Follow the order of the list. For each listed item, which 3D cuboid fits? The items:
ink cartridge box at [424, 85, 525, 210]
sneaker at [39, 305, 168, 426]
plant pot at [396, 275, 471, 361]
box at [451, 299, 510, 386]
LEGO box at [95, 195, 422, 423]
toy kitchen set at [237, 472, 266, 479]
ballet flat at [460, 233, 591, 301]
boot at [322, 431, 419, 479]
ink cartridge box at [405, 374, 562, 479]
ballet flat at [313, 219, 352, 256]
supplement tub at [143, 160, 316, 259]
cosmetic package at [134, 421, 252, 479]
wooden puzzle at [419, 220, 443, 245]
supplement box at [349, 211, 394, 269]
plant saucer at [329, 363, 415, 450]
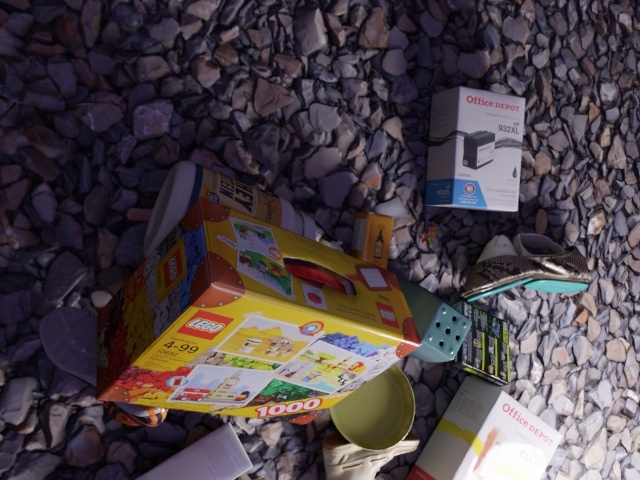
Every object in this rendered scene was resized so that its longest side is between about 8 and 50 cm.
[{"bbox_3d":[0.413,-0.237,1.528,0.223,0.129,0.307,3,91,-23],"label":"ink cartridge box"},{"bbox_3d":[-0.451,0.282,1.182,0.321,0.180,0.125,38,53,13],"label":"sneaker"},{"bbox_3d":[0.249,0.203,1.421,0.166,0.234,0.165,34,78,-21],"label":"plant pot"},{"bbox_3d":[0.442,0.282,1.570,0.184,0.045,0.190,27,53,-25],"label":"box"},{"bbox_3d":[-0.116,0.172,1.114,0.500,0.193,0.372,21,128,-39],"label":"LEGO box"},{"bbox_3d":[-0.145,0.577,1.332,0.083,0.068,0.075,-13,129,-43],"label":"toy kitchen set"},{"bbox_3d":[0.567,0.068,1.616,0.483,0.164,0.181,-1,72,-29],"label":"ballet flat"},{"bbox_3d":[0.128,0.596,1.463,0.262,0.095,0.203,0,92,-22],"label":"boot"},{"bbox_3d":[0.443,0.611,1.565,0.279,0.160,0.384,38,78,-20],"label":"ink cartridge box"},{"bbox_3d":[0.000,0.000,1.392,0.203,0.074,0.074,39,77,-20],"label":"ballet flat"},{"bbox_3d":[-0.192,-0.015,1.221,0.316,0.228,0.228,20,85,-23],"label":"supplement tub"},{"bbox_3d":[-0.279,0.516,1.270,0.231,0.085,0.117,-27,78,-19],"label":"cosmetic package"},{"bbox_3d":[0.307,-0.019,1.559,0.049,0.006,0.083,44,76,-19],"label":"wooden puzzle"},{"bbox_3d":[0.121,0.047,1.444,0.078,0.080,0.233,9,90,-25],"label":"supplement box"},{"bbox_3d":[0.124,0.406,1.442,0.241,0.037,0.240,9,62,-18],"label":"plant saucer"}]
